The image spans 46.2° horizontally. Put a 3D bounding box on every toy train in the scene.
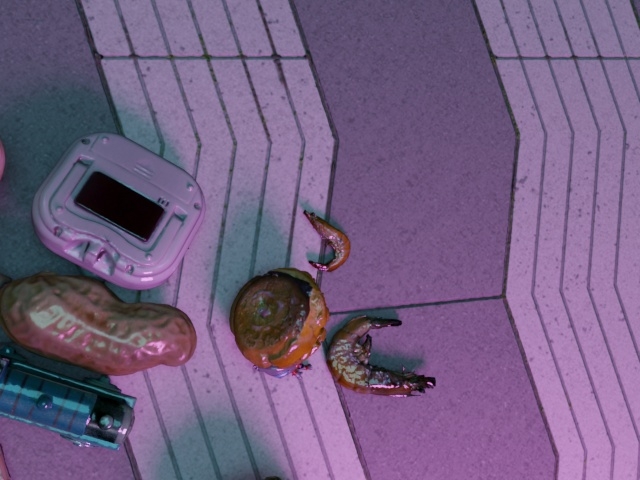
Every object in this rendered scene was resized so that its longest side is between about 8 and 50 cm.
[{"bbox_3d":[-0.435,0.250,1.177,0.298,0.194,0.120,21,77,-13],"label":"toy train"}]

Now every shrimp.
[{"bbox_3d":[0.120,0.220,1.416,0.217,0.051,0.150,13,73,-10],"label":"shrimp"},{"bbox_3d":[0.000,0.000,1.418,0.091,0.025,0.127,-43,99,-15],"label":"shrimp"}]

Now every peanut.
[{"bbox_3d":[-0.365,0.141,1.241,0.325,0.140,0.153,13,60,-17],"label":"peanut"}]

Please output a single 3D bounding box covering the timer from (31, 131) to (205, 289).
[{"bbox_3d":[-0.335,-0.055,1.272,0.262,0.087,0.237,29,59,-10],"label":"timer"}]

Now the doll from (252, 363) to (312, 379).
[{"bbox_3d":[-0.068,0.228,1.365,0.114,0.039,0.057,-5,127,-25],"label":"doll"}]

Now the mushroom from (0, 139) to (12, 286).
[{"bbox_3d":[-0.613,-0.040,1.139,0.314,0.314,0.336,-30,113,-17],"label":"mushroom"}]

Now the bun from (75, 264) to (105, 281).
[{"bbox_3d":[-0.384,0.033,1.292,0.083,0.045,0.083,7,64,-15],"label":"bun"}]

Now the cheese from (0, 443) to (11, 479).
[{"bbox_3d":[-0.628,0.380,1.180,0.252,0.054,0.127,-17,85,-17],"label":"cheese"}]

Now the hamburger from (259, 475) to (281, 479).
[{"bbox_3d":[-0.092,0.519,1.256,0.246,0.170,0.246,1,76,-5],"label":"hamburger"}]

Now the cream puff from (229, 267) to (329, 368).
[{"bbox_3d":[-0.068,0.136,1.325,0.189,0.129,0.189,-8,68,20],"label":"cream puff"}]
